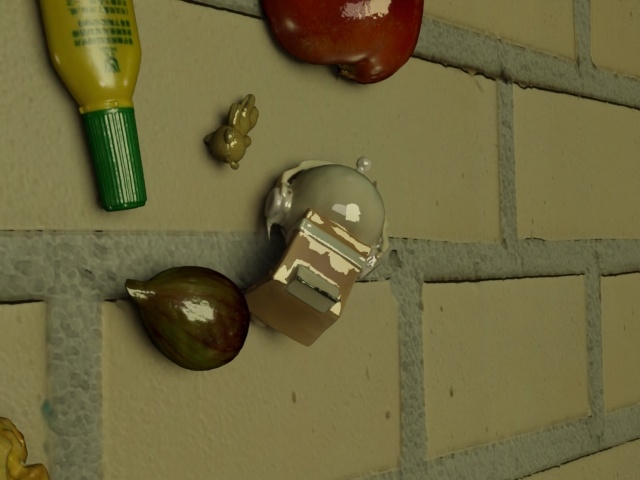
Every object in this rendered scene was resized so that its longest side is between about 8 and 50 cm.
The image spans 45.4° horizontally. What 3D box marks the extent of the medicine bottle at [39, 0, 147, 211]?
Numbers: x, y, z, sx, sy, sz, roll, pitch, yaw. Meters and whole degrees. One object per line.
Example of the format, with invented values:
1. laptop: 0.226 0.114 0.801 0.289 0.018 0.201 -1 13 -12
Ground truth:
1. medicine bottle: -0.221 -0.159 0.776 0.095 0.064 0.260 -14 97 -38

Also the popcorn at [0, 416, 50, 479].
1. popcorn: -0.312 0.219 0.625 0.180 0.180 0.170 -54 164 -28

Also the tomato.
1. tomato: 0.051 -0.316 0.967 0.233 0.139 0.200 4 79 -40

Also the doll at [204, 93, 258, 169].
1. doll: -0.093 -0.127 0.894 0.093 0.051 0.061 -47 145 -28

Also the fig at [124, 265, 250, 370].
1. fig: -0.146 0.077 0.807 0.154 0.103 0.109 23 51 -46

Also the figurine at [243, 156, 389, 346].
1. figurine: 0.002 -0.002 0.925 0.162 0.141 0.237 28 58 -13
